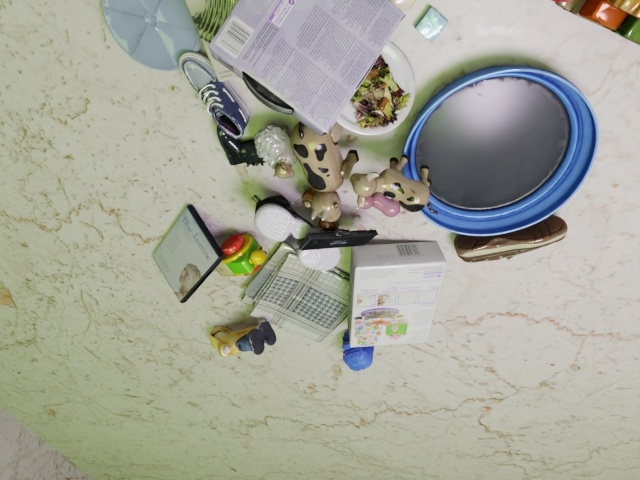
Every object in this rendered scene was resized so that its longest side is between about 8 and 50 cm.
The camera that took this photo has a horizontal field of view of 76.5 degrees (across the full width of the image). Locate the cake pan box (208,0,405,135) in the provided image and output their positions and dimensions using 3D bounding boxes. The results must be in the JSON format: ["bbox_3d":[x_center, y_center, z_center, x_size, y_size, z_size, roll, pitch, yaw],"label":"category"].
[{"bbox_3d":[-0.024,-0.354,0.710,0.246,0.070,0.267,33,92,-10],"label":"cake pan box"}]

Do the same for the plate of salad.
[{"bbox_3d":[0.096,-0.307,0.790,0.200,0.048,0.199,0,91,-13],"label":"plate of salad"}]

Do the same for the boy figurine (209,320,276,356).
[{"bbox_3d":[-0.268,0.326,1.355,0.285,0.177,0.092,-13,101,45],"label":"boy figurine"}]

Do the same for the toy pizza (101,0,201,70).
[{"bbox_3d":[-0.334,-0.447,0.817,0.201,0.032,0.201,4,130,5],"label":"toy pizza"}]

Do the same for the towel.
[{"bbox_3d":[-0.058,0.177,1.258,0.324,0.056,0.312,29,127,-13],"label":"towel"}]

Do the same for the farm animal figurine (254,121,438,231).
[{"bbox_3d":[0.040,-0.131,0.866,0.330,0.172,0.326,-12,125,40],"label":"farm animal figurine"}]

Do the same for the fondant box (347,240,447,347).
[{"bbox_3d":[0.202,0.162,1.156,0.238,0.096,0.330,-3,128,-3],"label":"fondant box"}]

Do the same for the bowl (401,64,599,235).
[{"bbox_3d":[0.376,-0.185,0.891,0.391,0.077,0.391,4,129,6],"label":"bowl"}]

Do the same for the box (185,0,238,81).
[{"bbox_3d":[-0.185,-0.452,0.750,0.113,0.094,0.275,-10,127,16],"label":"box"}]

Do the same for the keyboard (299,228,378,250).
[{"bbox_3d":[0.047,-0.008,0.962,0.180,0.023,0.108,-5,161,-24],"label":"keyboard"}]

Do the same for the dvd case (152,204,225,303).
[{"bbox_3d":[-0.382,0.045,1.159,0.253,0.022,0.180,-43,75,33],"label":"dvd case"}]

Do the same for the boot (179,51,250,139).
[{"bbox_3d":[-0.223,-0.305,0.860,0.069,0.086,0.190,-29,128,27],"label":"boot"}]

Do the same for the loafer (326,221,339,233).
[{"bbox_3d":[0.000,0.000,1.107,0.050,0.056,0.148,24,128,-18],"label":"loafer"}]

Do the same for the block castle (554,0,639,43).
[{"bbox_3d":[0.567,-0.433,0.578,0.453,0.213,0.303,19,129,-7],"label":"block castle"}]

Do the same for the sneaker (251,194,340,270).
[{"bbox_3d":[-0.063,-0.031,1.038,0.268,0.153,0.101,35,102,-33],"label":"sneaker"}]

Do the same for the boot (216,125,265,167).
[{"bbox_3d":[-0.180,-0.227,0.961,0.099,0.045,0.121,-3,135,14],"label":"boot"}]

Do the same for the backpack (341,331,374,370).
[{"bbox_3d":[0.116,0.361,1.336,0.098,0.120,0.101,-28,119,28],"label":"backpack"}]

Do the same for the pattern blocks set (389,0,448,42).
[{"bbox_3d":[0.127,-0.513,0.699,0.325,0.026,0.285,23,128,-10],"label":"pattern blocks set"}]

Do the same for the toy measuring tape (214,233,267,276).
[{"bbox_3d":[-0.267,0.044,1.177,0.330,0.121,0.121,-5,131,41],"label":"toy measuring tape"}]

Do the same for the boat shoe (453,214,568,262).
[{"bbox_3d":[0.476,0.002,1.027,0.257,0.095,0.095,-10,140,23],"label":"boat shoe"}]
